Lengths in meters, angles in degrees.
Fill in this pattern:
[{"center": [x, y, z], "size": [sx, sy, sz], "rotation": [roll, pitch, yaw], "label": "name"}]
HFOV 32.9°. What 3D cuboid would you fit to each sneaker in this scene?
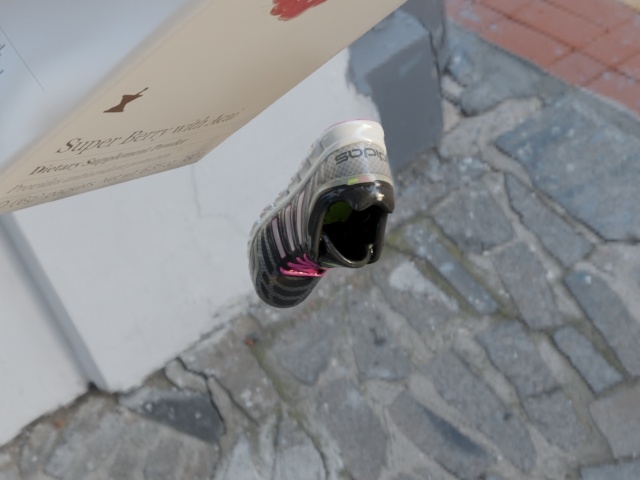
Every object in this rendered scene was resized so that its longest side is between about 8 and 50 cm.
[{"center": [0.000, 0.000, 0.732], "size": [0.063, 0.170, 0.075], "rotation": [8, 45, -29], "label": "sneaker"}]

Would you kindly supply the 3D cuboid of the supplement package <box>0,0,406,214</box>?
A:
[{"center": [-0.030, -0.163, 0.379], "size": [0.293, 0.175, 0.177], "rotation": [-34, -4, 27], "label": "supplement package"}]
